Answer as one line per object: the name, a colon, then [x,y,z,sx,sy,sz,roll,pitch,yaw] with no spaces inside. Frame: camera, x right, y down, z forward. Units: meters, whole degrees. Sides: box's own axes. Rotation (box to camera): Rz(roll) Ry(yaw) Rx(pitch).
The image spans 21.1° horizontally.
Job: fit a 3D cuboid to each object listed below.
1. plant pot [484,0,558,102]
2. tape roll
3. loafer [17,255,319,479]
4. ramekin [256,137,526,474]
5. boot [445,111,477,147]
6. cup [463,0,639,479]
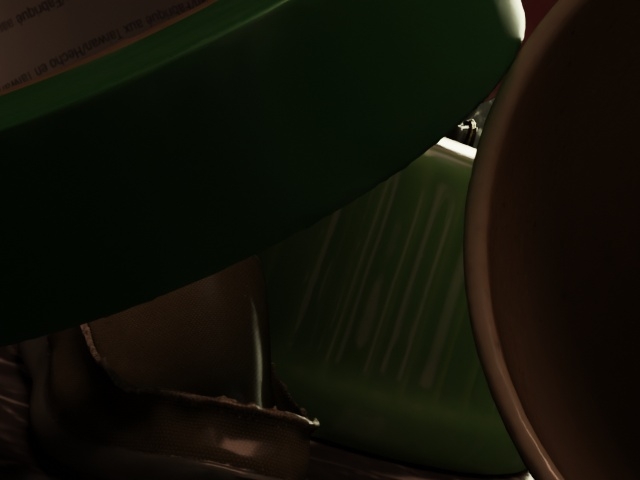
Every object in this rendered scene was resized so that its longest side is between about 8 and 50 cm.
plant pot: [0.012,-0.171,0.970,0.180,0.201,0.201,-7,23,-42]
tape roll: [-0.080,-0.069,0.696,0.321,0.077,0.321,-20,21,8]
loafer: [-0.065,0.037,0.672,0.094,0.087,0.251,17,6,-25]
ramekin: [0.000,0.000,0.937,0.303,0.148,0.303,19,6,-2]
boot: [0.107,-0.073,1.577,0.091,0.229,0.263,20,6,2]
cup: [0.230,0.047,0.711,0.331,0.331,0.237,21,-20,17]
